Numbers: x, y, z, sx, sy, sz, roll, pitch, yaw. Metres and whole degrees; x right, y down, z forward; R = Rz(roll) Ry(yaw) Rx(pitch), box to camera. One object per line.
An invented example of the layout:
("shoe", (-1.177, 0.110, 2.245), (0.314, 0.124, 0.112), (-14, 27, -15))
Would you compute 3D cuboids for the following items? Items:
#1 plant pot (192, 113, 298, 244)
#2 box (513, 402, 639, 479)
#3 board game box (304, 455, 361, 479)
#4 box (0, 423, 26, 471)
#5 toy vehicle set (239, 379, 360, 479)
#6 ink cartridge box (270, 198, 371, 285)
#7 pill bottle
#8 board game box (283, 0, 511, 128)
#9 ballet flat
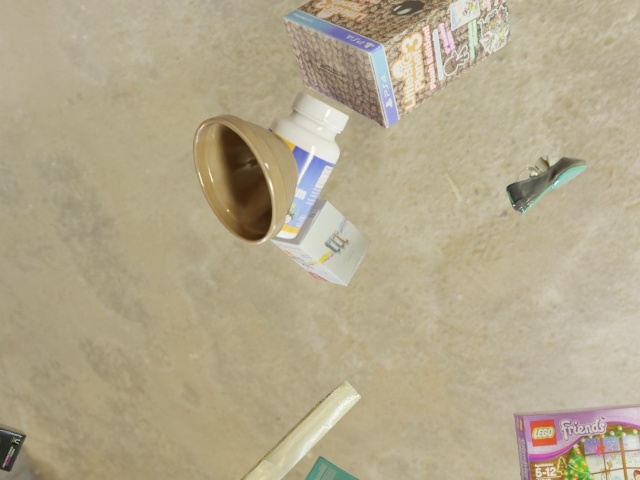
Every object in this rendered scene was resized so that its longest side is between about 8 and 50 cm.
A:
("plant pot", (-0.116, -0.120, 1.256), (0.237, 0.110, 0.237), (34, 138, 37))
("box", (0.464, 0.364, 1.111), (0.294, 0.057, 0.200), (-4, 81, -3))
("board game box", (0.076, 0.621, 1.383), (0.336, 0.253, 0.079), (26, 139, 17))
("box", (-0.451, 0.272, 0.953), (0.083, 0.052, 0.062), (27, 163, -22))
("toy vehicle set", (-0.060, 0.327, 1.060), (0.035, 0.267, 0.166), (46, 154, 8))
("ink cartridge box", (0.000, 0.000, 1.633), (0.176, 0.127, 0.128), (42, 161, -33))
("pill bottle", (-0.056, -0.153, 1.409), (0.152, 0.152, 0.271), (31, 102, 16))
("board game box", (0.130, -0.354, 1.182), (0.232, 0.291, 0.141), (37, 156, 42))
("ballet flat", (0.417, -0.121, 1.312), (0.074, 0.203, 0.074), (38, 145, 33))
